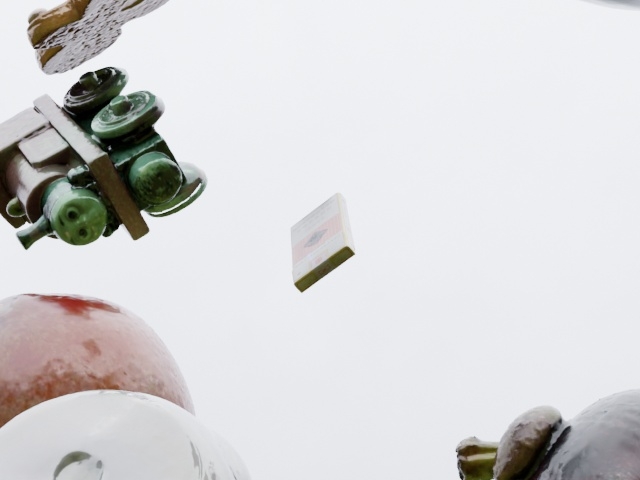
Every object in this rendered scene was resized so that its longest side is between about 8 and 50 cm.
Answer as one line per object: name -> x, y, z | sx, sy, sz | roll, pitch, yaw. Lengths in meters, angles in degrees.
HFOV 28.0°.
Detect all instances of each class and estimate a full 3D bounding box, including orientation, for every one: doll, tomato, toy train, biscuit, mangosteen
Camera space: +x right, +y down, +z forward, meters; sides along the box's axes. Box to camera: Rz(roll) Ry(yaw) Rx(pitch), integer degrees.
doll -> -0.135, 0.230, 0.859 | 0.221, 0.251, 0.221 | -17, -51, -22
tomato -> -0.254, 0.168, 1.216 | 0.264, 0.265, 0.265 | -11, -34, -7
toy train -> -0.275, -0.085, 1.491 | 0.221, 0.304, 0.150 | -33, -60, -12
biscuit -> -0.250, -0.282, 1.490 | 0.205, 0.049, 0.324 | -29, -4, -33
mangosteen -> 0.309, 0.287, 1.285 | 0.297, 0.293, 0.297 | -8, -72, -24

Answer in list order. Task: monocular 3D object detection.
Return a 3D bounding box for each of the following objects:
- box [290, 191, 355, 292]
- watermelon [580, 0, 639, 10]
box -> 0.000, 0.000, 0.861 | 0.046, 0.083, 0.012 | -36, -68, 14
watermelon -> 0.175, -0.255, 0.626 | 0.285, 0.285, 0.285 | -11, -34, -7
